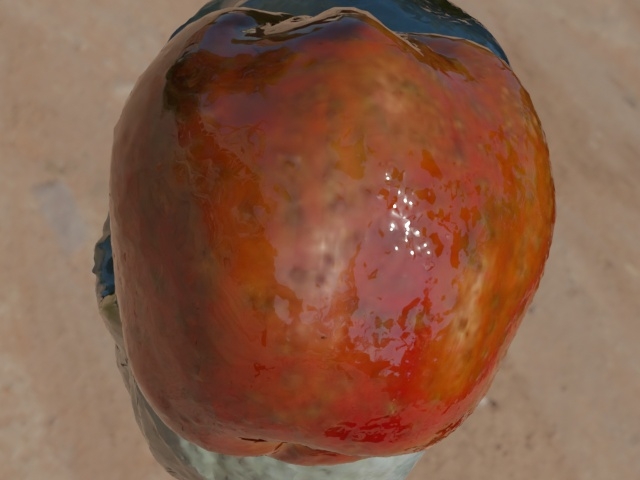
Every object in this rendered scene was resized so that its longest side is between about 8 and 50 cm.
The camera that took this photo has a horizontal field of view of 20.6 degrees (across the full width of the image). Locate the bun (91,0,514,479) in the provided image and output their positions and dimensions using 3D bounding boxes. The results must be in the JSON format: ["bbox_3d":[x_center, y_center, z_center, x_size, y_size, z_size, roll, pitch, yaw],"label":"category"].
[{"bbox_3d":[-0.018,-0.006,1.051,0.211,0.362,0.362,18,35,-15],"label":"bun"}]

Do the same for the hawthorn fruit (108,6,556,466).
[{"bbox_3d":[0.000,0.000,0.685,0.189,0.189,0.189,28,32,-19],"label":"hawthorn fruit"}]
